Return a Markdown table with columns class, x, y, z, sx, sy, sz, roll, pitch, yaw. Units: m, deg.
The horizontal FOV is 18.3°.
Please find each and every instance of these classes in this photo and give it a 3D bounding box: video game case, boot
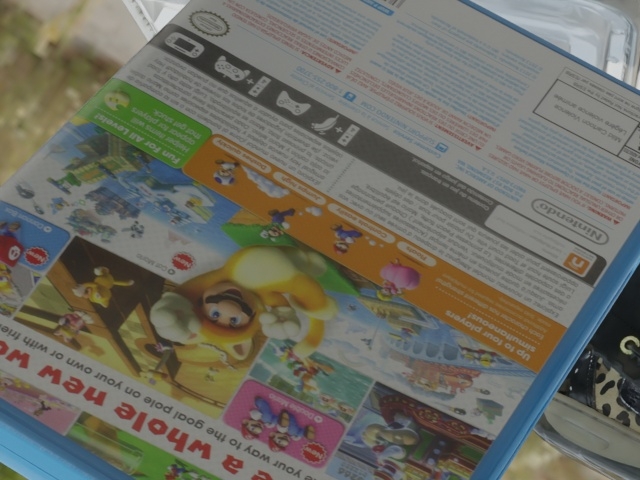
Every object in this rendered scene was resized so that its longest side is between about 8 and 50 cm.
| class | x | y | z | sx | sy | sz | roll | pitch | yaw |
| --- | --- | --- | --- | --- | --- | --- | --- | --- | --- |
| video game case | 0.000 | 0.000 | 0.425 | 0.119 | 0.166 | 0.015 | 30 | 140 | 12 |
| boot | 0.239 | 0.061 | 0.963 | 0.236 | 0.178 | 0.085 | 21 | 171 | 21 |

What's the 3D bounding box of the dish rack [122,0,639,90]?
| class | x | y | z | sx | sy | sz | roll | pitch | yaw |
| --- | --- | --- | --- | --- | --- | --- | --- | --- | --- |
| dish rack | 0.030 | -0.098 | 0.996 | 0.286 | 0.072 | 0.333 | 11 | 169 | 9 |
